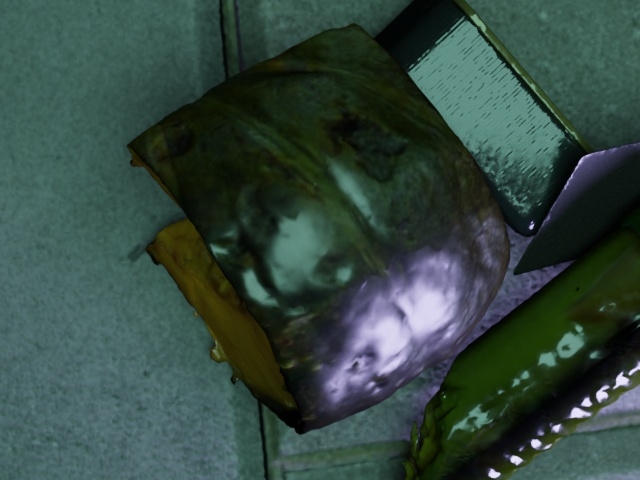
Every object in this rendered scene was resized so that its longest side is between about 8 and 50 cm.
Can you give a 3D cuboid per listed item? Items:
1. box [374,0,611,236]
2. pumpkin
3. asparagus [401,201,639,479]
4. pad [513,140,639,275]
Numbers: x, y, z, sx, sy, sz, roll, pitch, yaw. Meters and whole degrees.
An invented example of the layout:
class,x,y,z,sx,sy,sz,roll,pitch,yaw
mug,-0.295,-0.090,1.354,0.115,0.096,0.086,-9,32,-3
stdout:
class,x,y,z,sx,sy,sz,roll,pitch,yaw
box,0.128,-0.103,1.605,0.090,0.144,0.201,-41,104,2
pumpkin,0.000,0.000,1.539,0.225,0.303,0.256,-38,75,-9
asparagus,0.177,0.110,1.638,0.382,0.108,0.128,-39,134,11
pad,0.258,-0.039,1.615,0.211,0.003,0.143,-13,144,-36
